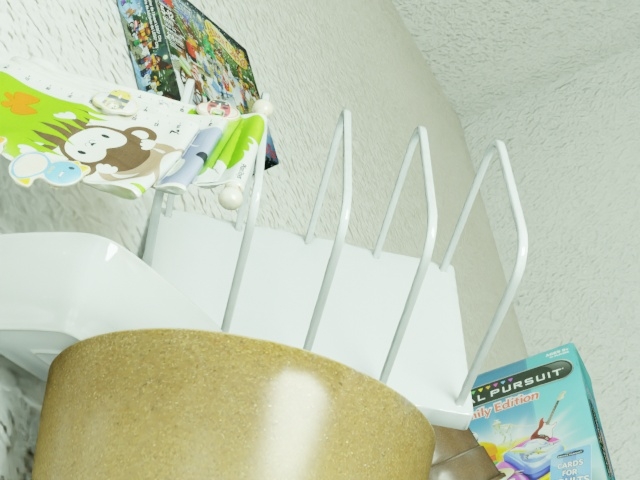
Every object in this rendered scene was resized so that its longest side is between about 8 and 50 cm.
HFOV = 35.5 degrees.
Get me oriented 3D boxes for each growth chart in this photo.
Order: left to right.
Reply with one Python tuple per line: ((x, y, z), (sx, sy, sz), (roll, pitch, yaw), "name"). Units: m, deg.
((-0.151, -0.078, 0.668), (0.172, 0.237, 0.021), (-89, -165, -57), "growth chart")

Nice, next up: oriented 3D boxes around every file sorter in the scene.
((0.000, 0.000, 0.794), (0.193, 0.277, 0.173), (-88, -170, -55), "file sorter")

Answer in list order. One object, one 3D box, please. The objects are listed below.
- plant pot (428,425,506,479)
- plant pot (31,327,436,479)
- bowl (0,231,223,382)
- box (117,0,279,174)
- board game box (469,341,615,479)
((0.097, 0.224, 1.119), (0.165, 0.167, 0.167), (65, 15, 15), "plant pot")
((-0.069, 0.213, 0.543), (0.237, 0.237, 0.254), (51, 41, -46), "plant pot")
((-0.148, 0.053, 0.611), (0.142, 0.142, 0.053), (49, 49, -46), "bowl")
((-0.129, -0.175, 1.087), (0.233, 0.044, 0.159), (27, 44, -66), "box")
((0.250, 0.300, 1.320), (0.079, 0.254, 0.336), (60, 18, -26), "board game box")
